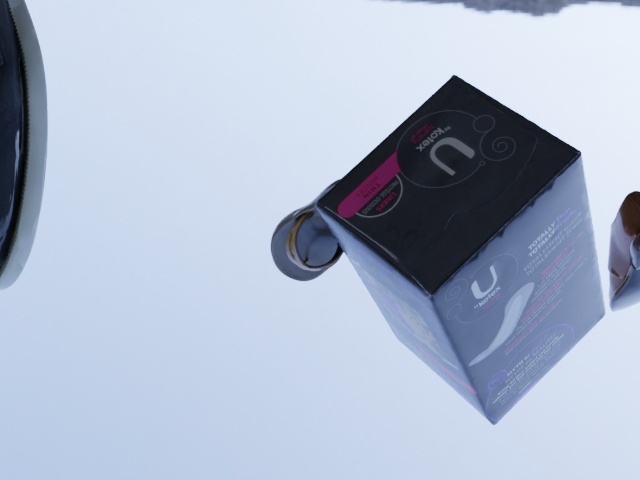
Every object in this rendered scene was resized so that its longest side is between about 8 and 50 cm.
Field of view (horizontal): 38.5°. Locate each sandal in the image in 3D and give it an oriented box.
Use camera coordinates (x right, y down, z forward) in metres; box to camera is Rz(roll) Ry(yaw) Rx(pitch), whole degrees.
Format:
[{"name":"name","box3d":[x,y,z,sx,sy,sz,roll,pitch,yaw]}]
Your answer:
[{"name":"sandal","box3d":[0.000,0.000,0.883,0.072,0.180,0.049,28,-124,-16]}]

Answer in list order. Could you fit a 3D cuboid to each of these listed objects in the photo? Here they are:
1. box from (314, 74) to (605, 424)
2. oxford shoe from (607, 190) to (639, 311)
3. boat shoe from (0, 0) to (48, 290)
[{"name":"box","box3d":[0.135,0.018,0.804,0.165,0.270,0.143,-43,-126,-8]},{"name":"oxford shoe","box3d":[0.356,0.014,1.033,0.076,0.212,0.076,-20,-121,-4]},{"name":"boat shoe","box3d":[-0.228,-0.138,0.500,0.113,0.340,0.127,-6,-172,-45]}]
